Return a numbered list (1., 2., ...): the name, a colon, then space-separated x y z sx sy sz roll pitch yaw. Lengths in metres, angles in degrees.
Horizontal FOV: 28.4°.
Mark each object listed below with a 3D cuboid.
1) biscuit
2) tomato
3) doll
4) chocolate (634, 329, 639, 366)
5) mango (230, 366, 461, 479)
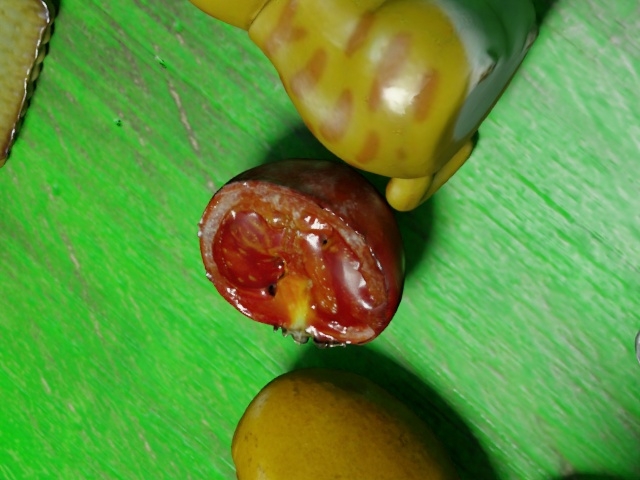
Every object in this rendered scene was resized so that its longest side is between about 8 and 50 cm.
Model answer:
1. biscuit: -0.333 -0.185 1.044 0.255 0.029 0.172 34 120 12
2. tomato: 0.000 0.000 0.905 0.159 0.091 0.139 15 131 30
3. doll: 0.014 -0.158 0.801 0.162 0.167 0.269 -40 85 31
4. chocolate: 0.325 0.040 0.763 0.157 0.080 0.254 50 123 20
5. mango: 0.032 0.184 0.926 0.217 0.141 0.102 52 138 16
